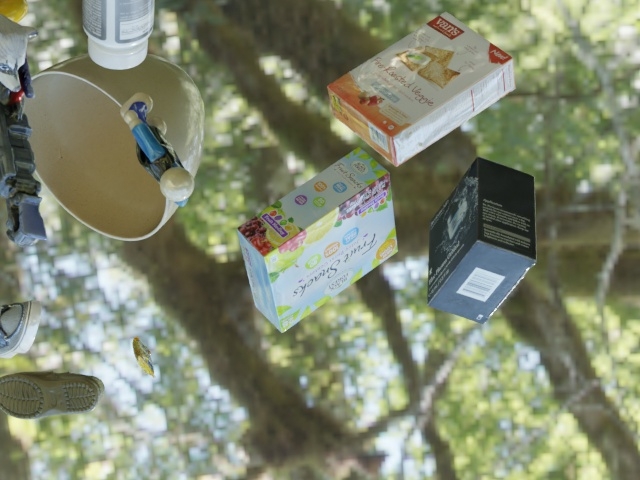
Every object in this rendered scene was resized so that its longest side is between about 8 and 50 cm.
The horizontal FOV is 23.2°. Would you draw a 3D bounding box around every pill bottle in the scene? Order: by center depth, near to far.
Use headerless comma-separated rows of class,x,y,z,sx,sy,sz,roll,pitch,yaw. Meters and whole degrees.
pill bottle,-0.218,-0.257,1.676,0.078,0.137,0.078,5,-136,-4

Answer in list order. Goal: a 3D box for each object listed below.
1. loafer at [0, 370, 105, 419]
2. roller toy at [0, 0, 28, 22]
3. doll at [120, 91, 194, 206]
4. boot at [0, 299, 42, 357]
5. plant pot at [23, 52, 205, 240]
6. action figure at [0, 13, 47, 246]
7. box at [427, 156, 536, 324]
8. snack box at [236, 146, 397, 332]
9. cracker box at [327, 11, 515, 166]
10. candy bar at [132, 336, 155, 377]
loafer,-0.319,0.183,1.849,0.148,0.056,0.050,2,-175,23
roller toy,-0.470,-0.242,1.889,0.209,0.146,0.191,9,-142,38
doll,-0.182,-0.098,1.730,0.046,0.129,0.189,-30,-144,-1
boot,-0.445,0.119,2.136,0.086,0.069,0.190,16,156,-21
plant pot,-0.279,-0.168,2.297,0.284,0.284,0.191,9,-142,36
action figure,-0.422,-0.109,1.696,0.178,0.330,0.341,23,-150,-43
box,0.218,0.001,2.121,0.093,0.156,0.158,19,-133,-14
snack box,0.000,0.000,2.063,0.207,0.174,0.070,-33,-125,-18
cracker box,0.149,-0.225,2.280,0.232,0.067,0.155,-34,-130,-19
candy bar,-0.269,0.177,2.361,0.018,0.040,0.161,-37,-168,-3
